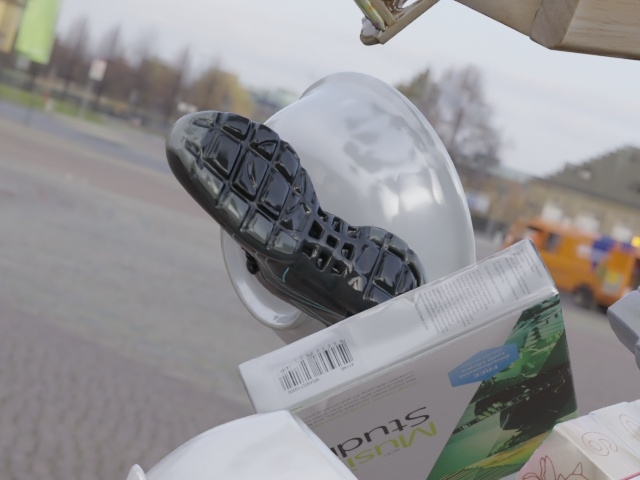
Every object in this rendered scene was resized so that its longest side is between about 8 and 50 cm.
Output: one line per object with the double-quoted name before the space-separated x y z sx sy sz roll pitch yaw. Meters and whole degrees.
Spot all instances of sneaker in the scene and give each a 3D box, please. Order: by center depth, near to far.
"sneaker" -0.035 -0.001 1.458 0.267 0.101 0.106 40 -37 -24

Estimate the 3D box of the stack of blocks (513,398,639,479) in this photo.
"stack of blocks" 0.205 0.140 0.992 0.087 0.171 0.297 44 27 25

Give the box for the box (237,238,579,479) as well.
"box" 0.083 0.131 1.391 0.232 0.058 0.322 -24 -26 0

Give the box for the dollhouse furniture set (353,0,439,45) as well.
"dollhouse furniture set" 0.012 -0.273 1.465 0.182 0.101 0.161 50 4 -26

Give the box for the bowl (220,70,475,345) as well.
"bowl" 0.000 0.000 1.665 0.134 0.298 0.298 -17 23 -35

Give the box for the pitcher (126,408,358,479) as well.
"pitcher" -0.079 0.161 0.817 0.178 0.207 0.125 49 -2 -29

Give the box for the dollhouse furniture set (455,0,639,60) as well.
"dollhouse furniture set" 0.119 -0.311 0.819 0.256 0.394 0.362 31 18 29

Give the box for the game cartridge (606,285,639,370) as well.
"game cartridge" 0.420 0.100 1.482 0.068 0.230 0.355 55 -3 -37
